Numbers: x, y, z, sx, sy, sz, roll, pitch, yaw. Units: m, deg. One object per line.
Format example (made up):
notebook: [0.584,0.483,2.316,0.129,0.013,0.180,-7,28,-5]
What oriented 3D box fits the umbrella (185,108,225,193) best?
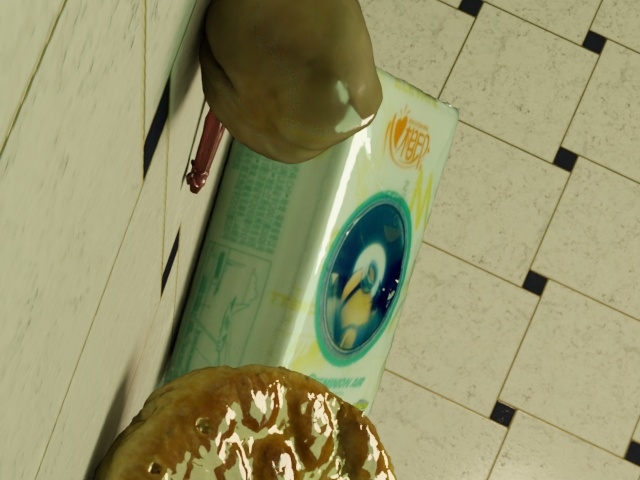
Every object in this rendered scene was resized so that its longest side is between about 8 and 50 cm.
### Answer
umbrella: [-0.073,-0.113,1.001,0.027,0.025,0.165,-125,-128,-65]

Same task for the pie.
pie: [-0.060,0.257,1.060,0.083,0.339,0.339,-1,-113,47]

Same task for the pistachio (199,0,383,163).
pistachio: [-0.018,-0.124,0.867,0.185,0.124,0.124,-78,-176,-50]

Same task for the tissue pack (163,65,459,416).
tissue pack: [0.000,0.000,1.451,0.287,0.162,0.388,12,95,-63]
